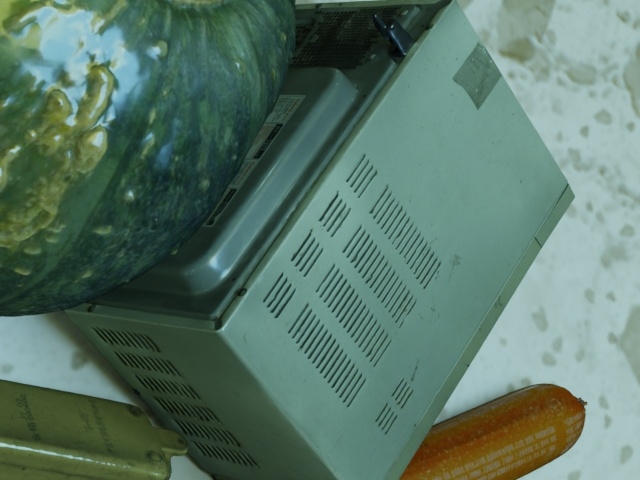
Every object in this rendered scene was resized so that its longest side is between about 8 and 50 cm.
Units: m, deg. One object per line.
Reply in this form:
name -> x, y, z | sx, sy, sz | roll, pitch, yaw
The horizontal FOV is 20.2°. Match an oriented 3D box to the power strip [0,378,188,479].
power strip -> -0.208, 0.092, 0.907 | 0.305, 0.064, 0.044 | 15, 116, -31

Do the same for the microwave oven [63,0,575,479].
microwave oven -> 0.000, 0.000, 0.996 | 0.194, 0.145, 0.240 | 51, 60, -30

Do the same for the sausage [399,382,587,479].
sausage -> 0.033, 0.152, 1.060 | 0.347, 0.053, 0.053 | -18, 93, -34

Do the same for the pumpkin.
pumpkin -> -0.159, -0.130, 0.858 | 0.291, 0.257, 0.328 | 33, 65, -38
